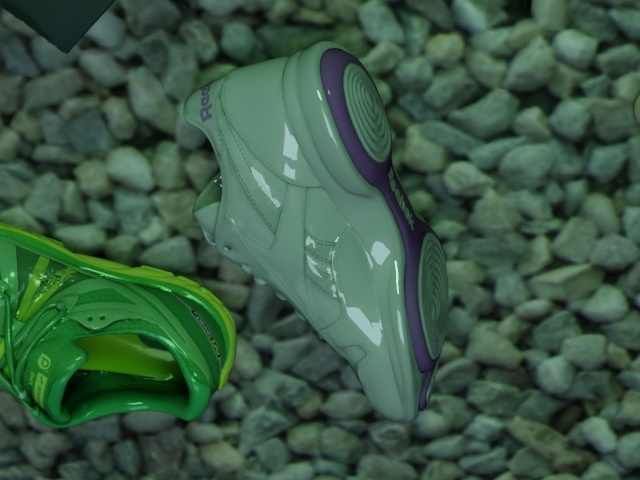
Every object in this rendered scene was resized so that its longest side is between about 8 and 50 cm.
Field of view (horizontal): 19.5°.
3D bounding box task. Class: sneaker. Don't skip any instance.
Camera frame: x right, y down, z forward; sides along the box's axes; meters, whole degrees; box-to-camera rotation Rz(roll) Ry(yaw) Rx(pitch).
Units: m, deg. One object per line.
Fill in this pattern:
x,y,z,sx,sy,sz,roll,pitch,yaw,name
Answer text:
-0.207,0.063,1.357,0.295,0.123,0.109,9,122,-5,sneaker
0.000,0.000,1.343,0.152,0.114,0.305,-9,118,22,sneaker

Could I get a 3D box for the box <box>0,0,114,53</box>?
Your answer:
-0.102,-0.266,1.119,0.103,0.184,0.261,38,115,-20,box

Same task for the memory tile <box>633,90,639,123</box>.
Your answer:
0.300,-0.073,1.335,0.113,0.012,0.148,-29,118,17,memory tile
